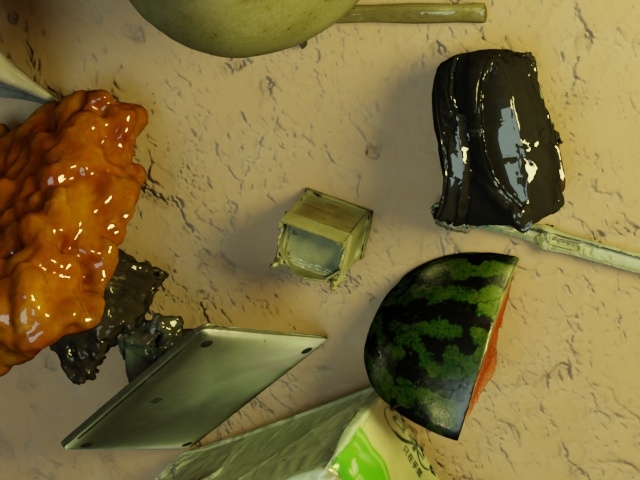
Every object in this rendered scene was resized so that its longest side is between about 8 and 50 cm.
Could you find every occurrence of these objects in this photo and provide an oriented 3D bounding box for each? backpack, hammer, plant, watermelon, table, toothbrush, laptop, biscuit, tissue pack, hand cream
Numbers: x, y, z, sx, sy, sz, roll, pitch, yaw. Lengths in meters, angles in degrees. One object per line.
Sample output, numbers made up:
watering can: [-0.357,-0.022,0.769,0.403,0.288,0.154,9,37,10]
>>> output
backpack: [0.165,-0.095,1.325,0.120,0.106,0.165,6,102,46]
hammer: [0.063,-0.213,1.365,0.199,0.013,0.062,4,117,23]
plant: [-0.228,0.087,1.579,0.203,0.131,0.142,48,125,3]
watermelon: [0.128,0.086,1.434,0.193,0.137,0.145,51,140,48]
table: [0.000,0.000,1.459,0.079,0.083,0.062,19,121,14]
toothbrush: [0.247,0.006,1.388,0.294,0.028,0.026,13,121,12]
laptop: [-0.139,0.168,1.567,0.269,0.187,0.015,-40,58,34]
biscuit: [-0.333,0.001,1.487,0.318,0.312,0.110,-13,137,35]
tissue pack: [0.020,0.396,1.579,0.331,0.205,0.405,-24,103,32]
hand cream: [-0.361,-0.185,1.408,0.121,0.336,0.076,15,84,11]

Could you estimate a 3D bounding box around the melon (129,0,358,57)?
melon: [-0.048,-0.320,1.209,0.268,0.268,0.330,30,119,8]
